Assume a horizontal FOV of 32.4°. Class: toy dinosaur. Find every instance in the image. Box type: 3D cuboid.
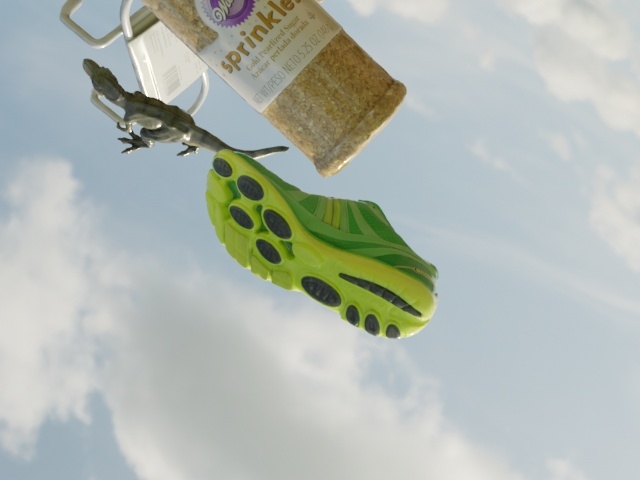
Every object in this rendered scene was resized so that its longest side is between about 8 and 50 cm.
[{"bbox_3d":[-0.183,-0.138,1.371,0.268,0.118,0.064,21,-111,-19],"label":"toy dinosaur"}]

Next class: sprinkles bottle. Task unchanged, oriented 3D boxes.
[{"bbox_3d":[-0.081,-0.220,1.035,0.355,0.121,0.121,43,-155,-7],"label":"sprinkles bottle"}]

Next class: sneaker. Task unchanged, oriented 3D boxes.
[{"bbox_3d":[0.000,0.000,1.216,0.295,0.109,0.123,35,-147,5],"label":"sneaker"}]

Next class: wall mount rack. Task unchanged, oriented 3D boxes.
[{"bbox_3d":[-0.219,-0.331,1.596,0.130,0.304,0.350,40,161,19],"label":"wall mount rack"}]

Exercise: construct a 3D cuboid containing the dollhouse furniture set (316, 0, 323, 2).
[{"bbox_3d":[-0.069,-0.563,1.633,0.256,0.362,0.394,27,-123,14],"label":"dollhouse furniture set"}]
